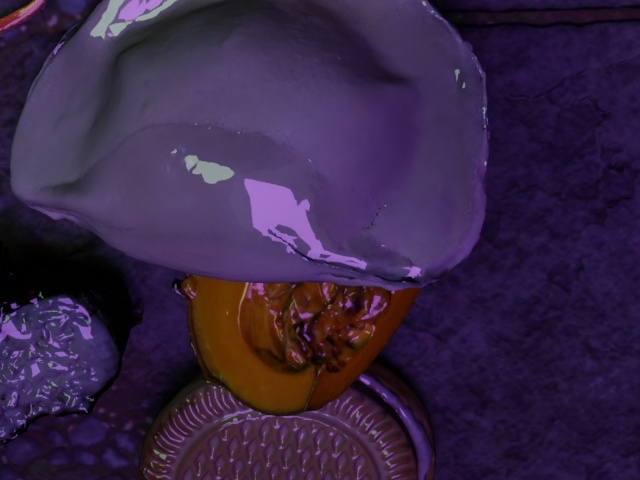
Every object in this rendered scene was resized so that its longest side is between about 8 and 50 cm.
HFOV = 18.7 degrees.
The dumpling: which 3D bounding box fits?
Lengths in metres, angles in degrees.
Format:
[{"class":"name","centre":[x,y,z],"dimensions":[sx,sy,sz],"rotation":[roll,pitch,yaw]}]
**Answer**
[{"class":"dumpling","centre":[-0.054,-0.099,1.436],"dimensions":[0.181,0.341,0.260],"rotation":[11,90,-51]}]

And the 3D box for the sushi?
[{"class":"sushi","centre":[-0.262,0.081,1.584],"dimensions":[0.212,0.115,0.147],"rotation":[-29,122,16]}]

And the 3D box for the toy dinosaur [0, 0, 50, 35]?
[{"class":"toy dinosaur","centre":[-0.328,-0.161,1.463],"dimensions":[0.280,0.055,0.101],"rotation":[-23,130,13]}]

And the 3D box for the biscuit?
[{"class":"biscuit","centre":[-0.028,0.196,1.679],"dimensions":[0.259,0.079,0.259],"rotation":[0,124,0]}]

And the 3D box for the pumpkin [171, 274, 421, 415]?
[{"class":"pumpkin","centre":[0.003,-0.002,1.550],"dimensions":[0.163,0.111,0.278],"rotation":[34,102,25]}]
